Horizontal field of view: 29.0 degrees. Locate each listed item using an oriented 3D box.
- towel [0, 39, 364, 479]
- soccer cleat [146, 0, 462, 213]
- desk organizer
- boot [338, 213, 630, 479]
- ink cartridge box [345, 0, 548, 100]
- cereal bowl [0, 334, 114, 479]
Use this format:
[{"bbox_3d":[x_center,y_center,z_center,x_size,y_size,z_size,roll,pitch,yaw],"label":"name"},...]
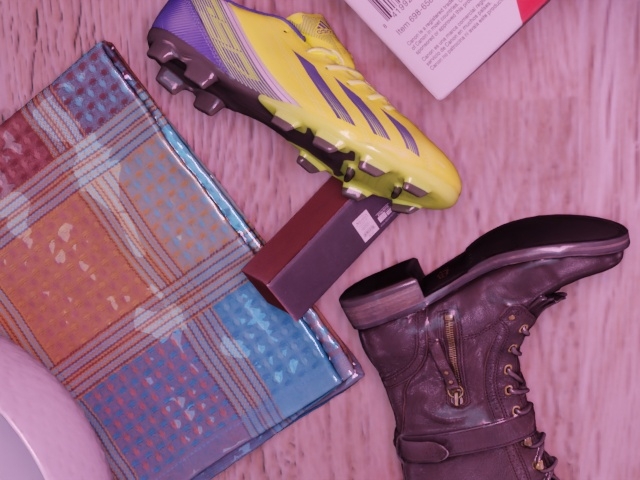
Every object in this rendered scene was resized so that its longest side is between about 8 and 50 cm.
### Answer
[{"bbox_3d":[-0.175,0.048,1.097,0.271,0.040,0.370,-36,91,15],"label":"towel"},{"bbox_3d":[-0.003,-0.124,0.987,0.289,0.093,0.121,31,73,12],"label":"soccer cleat"},{"bbox_3d":[0.000,0.000,1.029,0.130,0.050,0.047,-46,123,-14],"label":"desk organizer"},{"bbox_3d":[0.155,0.112,1.025,0.263,0.091,0.229,-18,102,19],"label":"boot"},{"bbox_3d":[0.076,-0.276,0.915,0.273,0.114,0.197,47,125,-1],"label":"ink cartridge box"},{"bbox_3d":[-0.312,0.216,1.088,0.339,0.141,0.339,9,111,23],"label":"cereal bowl"}]
